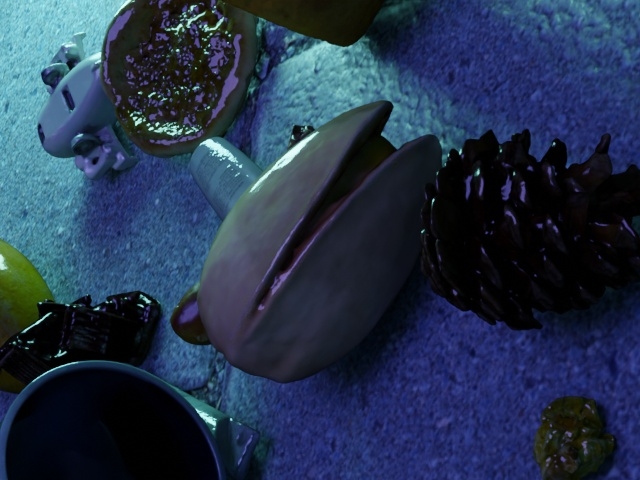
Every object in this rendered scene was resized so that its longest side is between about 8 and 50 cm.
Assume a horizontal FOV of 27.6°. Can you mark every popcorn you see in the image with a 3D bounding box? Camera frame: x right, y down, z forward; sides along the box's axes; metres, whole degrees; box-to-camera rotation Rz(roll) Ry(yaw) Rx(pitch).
[{"bbox_3d":[0.214,0.171,1.126,0.068,0.059,0.083,-2,62,50],"label":"popcorn"}]

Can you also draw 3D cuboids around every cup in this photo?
[{"bbox_3d":[-0.270,0.348,1.452,0.311,0.256,0.331,-45,68,44],"label":"cup"}]

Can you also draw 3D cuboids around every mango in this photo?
[{"bbox_3d":[-0.511,0.106,1.936,0.384,0.199,0.221,35,94,39],"label":"mango"}]

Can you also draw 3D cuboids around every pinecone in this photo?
[{"bbox_3d":[0.188,-0.009,1.145,0.204,0.179,0.184,-3,37,35],"label":"pinecone"}]

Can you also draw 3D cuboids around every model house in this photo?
[{"bbox_3d":[-0.330,0.121,1.726,0.203,0.164,0.141,-30,55,37],"label":"model house"}]

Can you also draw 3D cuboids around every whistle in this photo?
[{"bbox_3d":[-0.170,0.213,1.568,0.312,0.062,0.062,16,85,52],"label":"whistle"}]

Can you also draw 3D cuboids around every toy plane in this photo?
[{"bbox_3d":[-0.334,-0.209,1.945,0.244,0.117,0.245,-1,88,42],"label":"toy plane"}]

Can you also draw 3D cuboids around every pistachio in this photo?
[{"bbox_3d":[0.000,0.000,1.351,0.193,0.214,0.318,34,102,8],"label":"pistachio"}]

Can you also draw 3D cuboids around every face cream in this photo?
[{"bbox_3d":[-0.100,-0.060,1.628,0.084,0.057,0.198,-58,40,14],"label":"face cream"}]

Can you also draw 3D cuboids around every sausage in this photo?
[{"bbox_3d":[-0.061,0.005,1.510,0.302,0.103,0.076,-56,4,10],"label":"sausage"}]

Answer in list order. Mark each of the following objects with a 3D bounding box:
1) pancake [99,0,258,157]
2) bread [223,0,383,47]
[{"bbox_3d":[-0.192,-0.252,1.793,0.282,0.049,0.282,-7,77,29],"label":"pancake"},{"bbox_3d":[-0.042,-0.344,1.523,0.312,0.312,0.172,46,118,50],"label":"bread"}]
